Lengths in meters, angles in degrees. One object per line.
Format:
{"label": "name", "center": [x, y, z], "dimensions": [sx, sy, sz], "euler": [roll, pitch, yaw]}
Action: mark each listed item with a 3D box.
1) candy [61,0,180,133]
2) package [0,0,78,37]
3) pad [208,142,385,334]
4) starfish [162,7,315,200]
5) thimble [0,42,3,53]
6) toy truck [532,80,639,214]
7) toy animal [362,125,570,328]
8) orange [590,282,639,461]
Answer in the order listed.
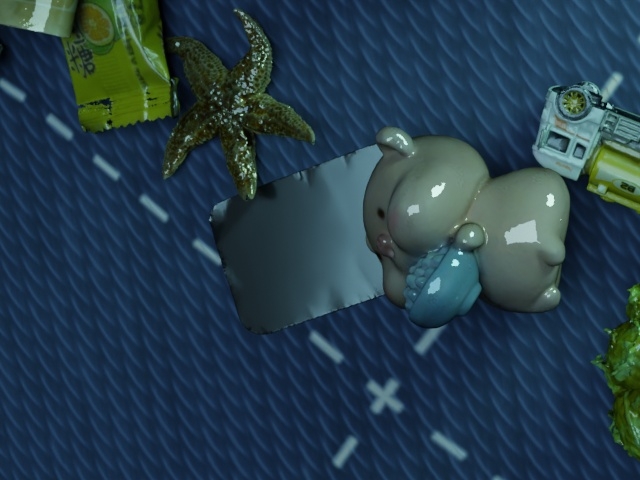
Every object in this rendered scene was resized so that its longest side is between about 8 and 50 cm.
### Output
{"label": "candy", "center": [-0.258, -0.288, 1.747], "dimensions": [0.187, 0.081, 0.297], "euler": [-6, 90, 40]}
{"label": "package", "center": [-0.387, -0.421, 1.708], "dimensions": [0.221, 0.165, 0.311], "euler": [23, 103, 43]}
{"label": "pad", "center": [0.000, 0.000, 1.732], "dimensions": [0.267, 0.004, 0.181], "euler": [-19, 88, 18]}
{"label": "starfish", "center": [-0.117, -0.160, 1.728], "dimensions": [0.277, 0.062, 0.236], "euler": [34, 104, 21]}
{"label": "thimble", "center": [-0.478, -0.250, 1.816], "dimensions": [0.090, 0.102, 0.115], "euler": [-43, 94, 12]}
{"label": "toy truck", "center": [0.347, -0.093, 1.570], "dimensions": [0.227, 0.098, 0.114], "euler": [24, 106, 13]}
{"label": "toy animal", "center": [0.169, -0.018, 1.578], "dimensions": [0.221, 0.210, 0.229], "euler": [-13, 47, -12]}
{"label": "orange", "center": [0.449, 0.142, 1.489], "dimensions": [0.301, 0.223, 0.300], "euler": [42, 99, 11]}
